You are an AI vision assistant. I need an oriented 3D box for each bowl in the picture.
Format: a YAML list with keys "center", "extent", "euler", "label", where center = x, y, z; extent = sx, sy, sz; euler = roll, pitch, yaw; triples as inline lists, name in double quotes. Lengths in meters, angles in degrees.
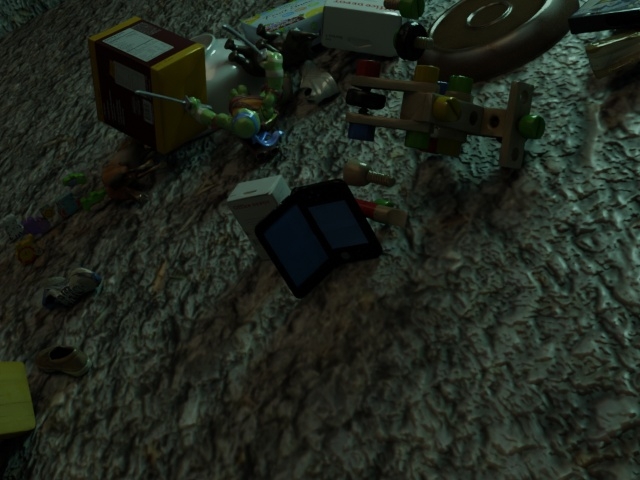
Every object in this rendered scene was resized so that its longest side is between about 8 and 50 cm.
- center: [-0.258, -0.352, 2.150]
  extent: [0.297, 0.134, 0.298]
  euler: [-22, 32, 14]
  label: "bowl"

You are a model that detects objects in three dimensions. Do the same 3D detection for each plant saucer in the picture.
- center: [0.309, -0.390, 1.795]
  extent: [0.310, 0.050, 0.311]
  euler: [-22, 31, 14]
  label: "plant saucer"

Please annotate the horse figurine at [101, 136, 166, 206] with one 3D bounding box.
- center: [-0.382, -0.158, 2.036]
  extent: [0.174, 0.066, 0.263]
  euler: [-22, 34, 25]
  label: "horse figurine"

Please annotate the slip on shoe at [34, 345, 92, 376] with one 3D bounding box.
- center: [-0.420, 0.187, 1.593]
  extent: [0.135, 0.041, 0.051]
  euler: [6, 47, 46]
  label: "slip on shoe"

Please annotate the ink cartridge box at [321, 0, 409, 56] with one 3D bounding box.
- center: [0.100, -0.469, 1.991]
  extent: [0.160, 0.093, 0.219]
  euler: [9, 41, 7]
  label: "ink cartridge box"

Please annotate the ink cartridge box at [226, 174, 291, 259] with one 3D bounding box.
- center: [-0.076, -0.035, 1.536]
  extent: [0.088, 0.122, 0.052]
  euler: [-9, 37, 32]
  label: "ink cartridge box"

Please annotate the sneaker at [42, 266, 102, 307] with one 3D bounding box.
- center: [-0.440, 0.091, 1.753]
  extent: [0.135, 0.052, 0.058]
  euler: [-19, 42, 33]
  label: "sneaker"

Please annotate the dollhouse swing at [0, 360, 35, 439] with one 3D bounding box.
- center: [-0.580, 0.383, 1.430]
  extent: [0.346, 0.305, 0.315]
  euler: [-28, -11, 6]
  label: "dollhouse swing"

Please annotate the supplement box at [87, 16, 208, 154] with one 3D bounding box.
- center: [-0.338, -0.308, 1.965]
  extent: [0.194, 0.191, 0.129]
  euler: [28, 46, 28]
  label: "supplement box"

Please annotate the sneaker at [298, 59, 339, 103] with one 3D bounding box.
- center: [-0.019, -0.313, 1.961]
  extent: [0.061, 0.054, 0.152]
  euler: [-37, 31, -4]
  label: "sneaker"

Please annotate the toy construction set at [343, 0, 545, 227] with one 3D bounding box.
- center: [0.173, -0.147, 1.425]
  extent: [0.237, 0.257, 0.309]
  euler: [18, 74, 37]
  label: "toy construction set"

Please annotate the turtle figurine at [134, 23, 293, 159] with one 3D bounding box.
- center: [-0.156, -0.297, 1.881]
  extent: [0.198, 0.274, 0.266]
  euler: [-58, 1, 15]
  label: "turtle figurine"

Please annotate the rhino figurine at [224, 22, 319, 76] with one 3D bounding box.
- center: [-0.086, -0.385, 1.991]
  extent: [0.243, 0.106, 0.073]
  euler: [-8, 65, 48]
  label: "rhino figurine"

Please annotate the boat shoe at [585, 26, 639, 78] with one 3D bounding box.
- center: [0.479, -0.284, 1.480]
  extent: [0.170, 0.059, 0.063]
  euler: [-16, 18, -3]
  label: "boat shoe"

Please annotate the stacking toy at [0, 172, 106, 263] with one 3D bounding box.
- center: [-0.552, -0.052, 2.055]
  extent: [0.221, 0.052, 0.167]
  euler: [-37, 33, -14]
  label: "stacking toy"

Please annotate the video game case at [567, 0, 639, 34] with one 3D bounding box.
- center: [0.560, -0.402, 1.554]
  extent: [0.248, 0.035, 0.275]
  euler: [3, 34, 43]
  label: "video game case"

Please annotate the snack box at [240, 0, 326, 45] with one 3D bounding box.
- center: [-0.046, -0.472, 2.164]
  extent: [0.207, 0.070, 0.174]
  euler: [-24, 28, -16]
  label: "snack box"

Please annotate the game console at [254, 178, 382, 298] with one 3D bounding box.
- center: [0.000, 0.000, 1.398]
  extent: [0.124, 0.144, 0.085]
  euler: [-10, 37, 30]
  label: "game console"
